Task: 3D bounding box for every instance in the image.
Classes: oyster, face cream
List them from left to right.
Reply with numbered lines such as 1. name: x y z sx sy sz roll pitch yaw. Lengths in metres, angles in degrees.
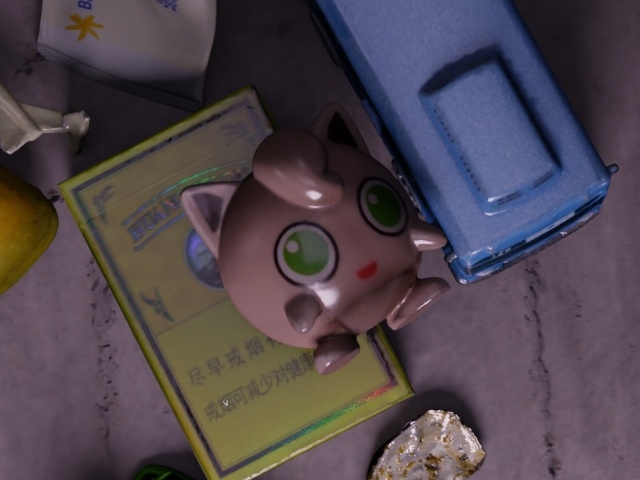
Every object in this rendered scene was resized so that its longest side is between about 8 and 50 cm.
1. face cream: -0.111 -0.164 1.049 0.114 0.224 0.070 20 50 2
2. oyster: 0.062 0.143 1.118 0.083 0.019 0.054 -36 89 -3

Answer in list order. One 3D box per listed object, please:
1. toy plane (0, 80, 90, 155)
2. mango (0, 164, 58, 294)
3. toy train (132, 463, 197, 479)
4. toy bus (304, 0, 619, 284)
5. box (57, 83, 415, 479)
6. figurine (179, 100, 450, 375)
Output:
1. toy plane: -0.260 -0.158 1.108 0.108 0.092 0.286 -38 85 -26
2. mango: -0.322 -0.029 1.087 0.316 0.119 0.177 15 85 -8
3. toy train: -0.030 0.204 1.104 0.209 0.042 0.044 28 87 1
4. toy bus: 0.079 -0.096 1.071 0.116 0.133 0.234 -29 87 -1
5. box: -0.052 0.031 1.102 0.141 0.064 0.220 -27 86 -1
6. figurine: 0.000 0.000 1.012 0.125 0.125 0.138 -31 85 -1
